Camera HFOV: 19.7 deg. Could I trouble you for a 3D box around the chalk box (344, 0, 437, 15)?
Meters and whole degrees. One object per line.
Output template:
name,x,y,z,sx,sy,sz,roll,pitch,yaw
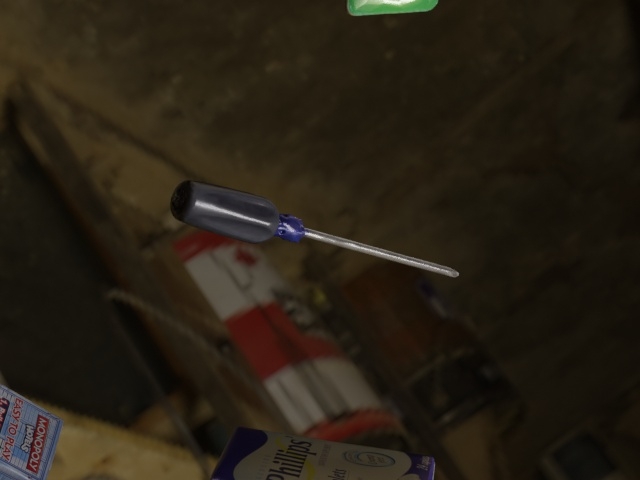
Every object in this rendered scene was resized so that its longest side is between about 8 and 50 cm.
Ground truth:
chalk box,0.079,-0.291,1.261,0.180,0.179,0.289,-11,133,-41

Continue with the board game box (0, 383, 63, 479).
board game box,-0.272,0.126,1.157,0.194,0.060,0.194,23,134,-11

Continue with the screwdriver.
screwdriver,0.000,0.000,0.865,0.170,0.024,0.025,18,151,-41

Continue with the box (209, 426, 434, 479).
box,-0.001,0.175,1.159,0.126,0.137,0.072,-62,160,-80
